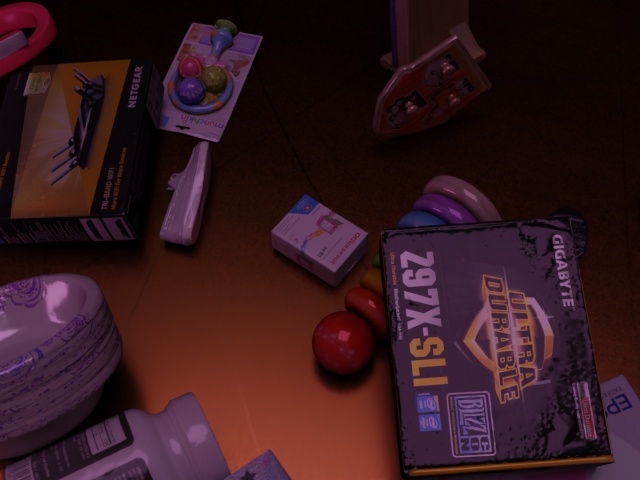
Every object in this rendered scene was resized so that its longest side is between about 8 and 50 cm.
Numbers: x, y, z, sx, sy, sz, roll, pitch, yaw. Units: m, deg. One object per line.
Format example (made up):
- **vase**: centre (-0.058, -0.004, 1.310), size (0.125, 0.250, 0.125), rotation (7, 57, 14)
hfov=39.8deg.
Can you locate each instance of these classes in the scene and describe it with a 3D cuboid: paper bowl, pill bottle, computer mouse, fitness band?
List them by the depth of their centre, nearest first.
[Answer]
- **pill bottle**: centre (-0.260, 0.307, 1.096), size (0.278, 0.162, 0.162), rotation (-24, 62, -14)
- **paper bowl**: centre (-0.397, 0.170, 1.146), size (0.284, 0.148, 0.284), rotation (-13, 25, 6)
- **computer mouse**: centre (0.349, 0.057, 1.324), size (0.071, 0.041, 0.242), rotation (14, 66, 18)
- **fitness band**: centre (-0.588, -0.318, 1.497), size (0.291, 0.054, 0.209), rotation (-32, 37, -17)

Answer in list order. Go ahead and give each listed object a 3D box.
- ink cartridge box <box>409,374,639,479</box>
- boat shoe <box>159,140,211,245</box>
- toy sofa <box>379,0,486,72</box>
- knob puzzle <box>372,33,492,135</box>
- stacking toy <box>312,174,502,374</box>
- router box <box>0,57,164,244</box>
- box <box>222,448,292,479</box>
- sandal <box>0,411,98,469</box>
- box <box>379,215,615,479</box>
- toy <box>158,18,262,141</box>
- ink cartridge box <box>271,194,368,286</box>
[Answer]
- **ink cartridge box**: centre (0.327, 0.374, 1.110), size (0.324, 0.071, 0.330), rotation (-21, 60, -12)
- **boat shoe**: centre (-0.212, -0.077, 1.392), size (0.063, 0.066, 0.184), rotation (7, 69, 3)
- **toy sofa**: centre (0.160, -0.441, 1.431), size (0.150, 0.362, 0.177), rotation (-30, 52, -17)
- **knob puzzle**: centre (0.169, -0.223, 1.411), size (0.213, 0.213, 0.030), rotation (-20, 61, -11)
- **stacking toy**: centre (0.114, 0.059, 1.269), size (0.141, 0.141, 0.330), rotation (37, 69, 20)
- **router box**: centre (-0.391, -0.144, 1.401), size (0.243, 0.081, 0.309), rotation (-3, 59, 7)
- **box**: centre (-0.122, 0.387, 1.045), size (0.247, 0.163, 0.142), rotation (-32, 66, -18)
- **sandal**: centre (-0.400, 0.284, 1.169), size (0.219, 0.060, 0.090), rotation (-27, 62, -16)
- **box**: centre (0.216, 0.135, 1.142), size (0.257, 0.079, 0.322), rotation (-4, 70, 1)
- **toy**: centre (-0.202, -0.290, 1.519), size (0.137, 0.056, 0.237), rotation (14, 60, 10)
- **ink cartridge box**: centre (0.000, 0.000, 1.345), size (0.122, 0.052, 0.088), rotation (33, 64, 17)
